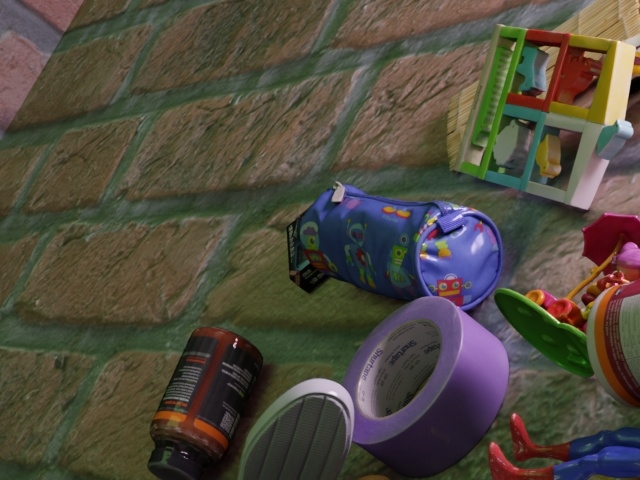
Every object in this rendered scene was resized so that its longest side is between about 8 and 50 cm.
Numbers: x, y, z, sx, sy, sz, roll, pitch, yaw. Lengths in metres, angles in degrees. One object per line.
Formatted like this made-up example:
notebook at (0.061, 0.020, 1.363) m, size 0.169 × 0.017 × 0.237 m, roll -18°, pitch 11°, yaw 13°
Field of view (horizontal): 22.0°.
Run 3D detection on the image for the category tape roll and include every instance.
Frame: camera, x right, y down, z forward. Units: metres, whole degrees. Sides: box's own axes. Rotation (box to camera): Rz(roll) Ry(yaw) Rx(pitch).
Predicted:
tape roll at (0.112, 0.161, 1.819) m, size 0.189 × 0.080 × 0.189 m, roll -37°, pitch 30°, yaw 27°

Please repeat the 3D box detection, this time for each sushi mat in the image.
sushi mat at (0.280, -0.207, 2.058) m, size 0.316 × 0.019 × 0.151 m, roll -33°, pitch 34°, yaw 33°

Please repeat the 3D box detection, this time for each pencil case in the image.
pencil case at (0.090, 0.002, 1.985) m, size 0.119 × 0.133 × 0.306 m, roll -26°, pitch 19°, yaw -24°

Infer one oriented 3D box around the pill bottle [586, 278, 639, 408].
pill bottle at (0.360, 0.078, 1.495) m, size 0.221 × 0.121 × 0.121 m, roll -19°, pitch 42°, yaw 46°

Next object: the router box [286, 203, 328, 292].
router box at (0.000, 0.000, 2.217) m, size 0.092 × 0.038 × 0.122 m, roll -39°, pitch 30°, yaw 22°

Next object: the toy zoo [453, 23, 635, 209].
toy zoo at (0.269, -0.147, 1.919) m, size 0.293 × 0.030 × 0.192 m, roll 21°, pitch 96°, yaw 60°

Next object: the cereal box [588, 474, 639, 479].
cereal box at (0.237, 0.324, 1.473) m, size 0.240 × 0.047 × 0.173 m, roll -54°, pitch 26°, yaw -3°

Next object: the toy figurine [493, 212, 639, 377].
toy figurine at (0.286, 0.043, 1.664) m, size 0.159 × 0.130 × 0.173 m, roll -47°, pitch 25°, yaw -11°

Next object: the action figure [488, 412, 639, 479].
action figure at (0.285, 0.157, 1.446) m, size 0.280 × 0.139 × 0.091 m, roll 0°, pitch 24°, yaw 28°

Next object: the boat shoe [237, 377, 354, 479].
boat shoe at (-0.047, 0.255, 1.840) m, size 0.094 × 0.109 × 0.302 m, roll -84°, pitch 17°, yaw -55°

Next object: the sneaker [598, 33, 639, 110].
sneaker at (0.396, -0.211, 1.849) m, size 0.185 × 0.069 × 0.084 m, roll -40°, pitch 38°, yaw 35°

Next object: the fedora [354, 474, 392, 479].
fedora at (0.042, 0.339, 1.717) m, size 0.194 × 0.079 × 0.194 m, roll -43°, pitch 27°, yaw 29°

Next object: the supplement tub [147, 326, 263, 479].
supplement tub at (-0.155, 0.217, 2.126) m, size 0.106 × 0.106 × 0.198 m, roll -13°, pitch 46°, yaw 50°
